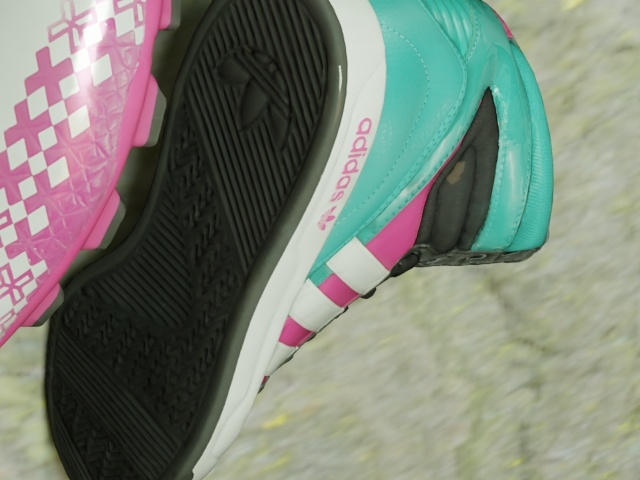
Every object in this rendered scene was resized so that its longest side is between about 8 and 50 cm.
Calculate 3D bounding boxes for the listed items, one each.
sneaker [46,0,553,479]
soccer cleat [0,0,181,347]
[{"bbox_3d":[0.000,0.000,0.723,0.178,0.124,0.295,-11,145,-40],"label":"sneaker"},{"bbox_3d":[-0.169,-0.001,0.605,0.143,0.116,0.331,13,114,-39],"label":"soccer cleat"}]
